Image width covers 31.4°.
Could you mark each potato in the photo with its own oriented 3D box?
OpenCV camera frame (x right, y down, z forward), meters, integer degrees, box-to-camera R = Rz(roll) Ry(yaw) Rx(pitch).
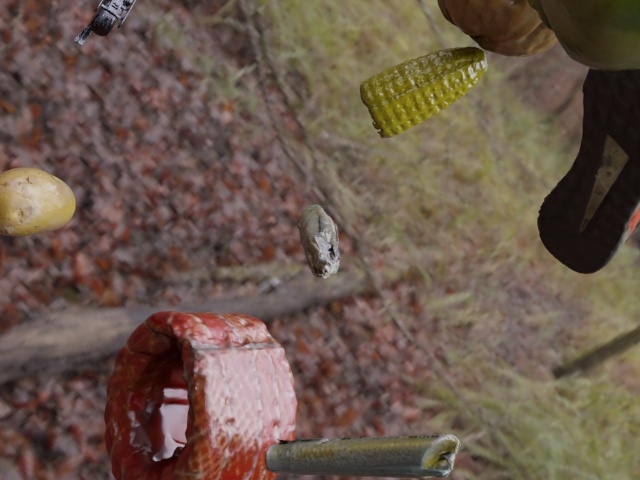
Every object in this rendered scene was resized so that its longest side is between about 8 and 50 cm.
[{"bbox_3d":[-0.566,-0.073,2.215,0.150,0.146,0.234,32,12,7],"label":"potato"}]

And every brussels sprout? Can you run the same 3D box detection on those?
[{"bbox_3d":[0.228,-0.220,0.871,0.145,0.131,0.183,-179,-115,-83],"label":"brussels sprout"}]

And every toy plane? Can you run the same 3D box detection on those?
[{"bbox_3d":[-0.254,-0.304,1.420,0.037,0.145,0.060,34,-19,-23],"label":"toy plane"}]

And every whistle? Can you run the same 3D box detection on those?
[{"bbox_3d":[0.059,0.329,1.720,0.057,0.326,0.068,57,42,-33],"label":"whistle"}]

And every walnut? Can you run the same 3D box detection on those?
[{"bbox_3d":[0.297,-0.398,1.662,0.224,0.257,0.257,31,24,-23],"label":"walnut"}]

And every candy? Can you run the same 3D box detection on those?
[{"bbox_3d":[0.164,-0.237,1.747,0.106,0.199,0.094,-104,166,-46],"label":"candy"}]

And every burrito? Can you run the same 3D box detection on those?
[{"bbox_3d":[-0.001,0.001,1.330,0.058,0.045,0.188,53,6,-14],"label":"burrito"}]

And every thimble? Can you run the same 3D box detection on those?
[{"bbox_3d":[-0.210,0.298,1.978,0.231,0.350,0.350,5,46,-42],"label":"thimble"}]

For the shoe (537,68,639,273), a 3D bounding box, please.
[{"bbox_3d":[0.379,-0.123,1.326,0.132,0.336,0.171,36,39,27],"label":"shoe"}]
